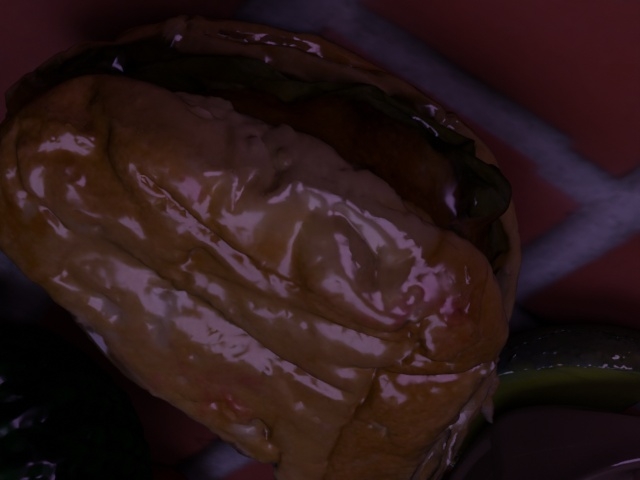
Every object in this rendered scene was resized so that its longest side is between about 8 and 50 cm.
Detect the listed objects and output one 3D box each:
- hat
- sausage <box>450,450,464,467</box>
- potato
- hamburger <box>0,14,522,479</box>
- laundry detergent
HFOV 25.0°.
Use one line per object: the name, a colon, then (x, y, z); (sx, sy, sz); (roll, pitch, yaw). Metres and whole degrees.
hat: (-0.216, 0.216, 1.140); (0.242, 0.274, 0.332); (4, 169, 27)
sausage: (0.046, 0.102, 0.988); (0.269, 0.033, 0.033); (39, 142, -24)
potato: (0.131, 0.084, 0.898); (0.119, 0.054, 0.198); (23, 147, -31)
hamburger: (0.001, 0.000, 0.753); (0.330, 0.162, 0.209); (45, 133, -16)
laundry detergent: (0.212, 0.157, 0.897); (0.237, 0.076, 0.171); (7, 151, -11)
